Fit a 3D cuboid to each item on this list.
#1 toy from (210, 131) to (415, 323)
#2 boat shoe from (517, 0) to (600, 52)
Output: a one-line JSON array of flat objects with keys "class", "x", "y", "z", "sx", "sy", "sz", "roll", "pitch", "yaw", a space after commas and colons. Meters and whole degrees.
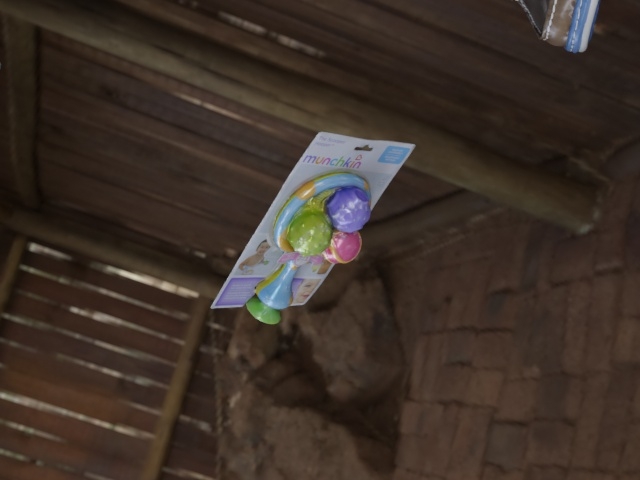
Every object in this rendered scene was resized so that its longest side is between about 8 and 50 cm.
[{"class": "toy", "x": 0.000, "y": 0.000, "z": 1.093, "sx": 0.237, "sy": 0.137, "sz": 0.056, "roll": -53, "pitch": 54, "yaw": 31}, {"class": "boat shoe", "x": 0.109, "y": -0.163, "z": 0.587, "sx": 0.183, "sy": 0.066, "sz": 0.066, "roll": -91, "pitch": 4, "yaw": -49}]
